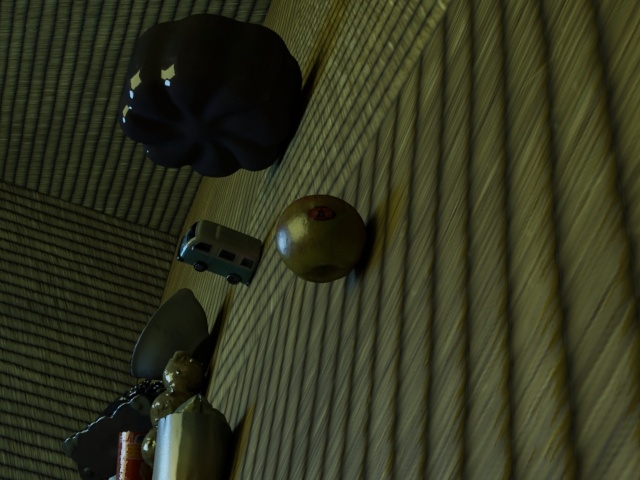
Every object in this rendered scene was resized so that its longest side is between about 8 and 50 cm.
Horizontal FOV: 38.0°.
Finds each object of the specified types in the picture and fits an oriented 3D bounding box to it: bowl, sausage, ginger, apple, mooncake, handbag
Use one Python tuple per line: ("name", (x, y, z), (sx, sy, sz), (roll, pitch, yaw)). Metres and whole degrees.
("bowl", (-0.253, 0.189, 1.683), (0.189, 0.086, 0.189), (-53, -17, -24))
("sausage", (-0.312, 0.456, 1.553), (0.074, 0.074, 0.274), (138, 137, -69))
("ginger", (-0.244, 0.289, 1.561), (0.104, 0.080, 0.204), (100, 180, -49))
("apple", (0.000, 0.000, 0.828), (0.084, 0.084, 0.071), (121, 155, -48))
("mooncake", (-0.185, -0.233, 1.572), (0.306, 0.306, 0.154), (123, 159, -52))
("handbag", (-0.159, 0.284, 1.143), (0.117, 0.095, 0.173), (135, 144, -55))

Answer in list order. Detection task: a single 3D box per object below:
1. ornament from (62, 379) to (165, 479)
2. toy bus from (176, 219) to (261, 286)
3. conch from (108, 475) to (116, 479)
("ornament", (-0.341, 0.323, 1.765), (0.251, 0.106, 0.260), (-31, 9, 21))
("toy bus", (-0.156, 0.014, 1.463), (0.060, 0.123, 0.075), (-85, 21, -50))
("conch", (-0.345, 0.440, 1.782), (0.094, 0.104, 0.176), (-45, 16, 15))
